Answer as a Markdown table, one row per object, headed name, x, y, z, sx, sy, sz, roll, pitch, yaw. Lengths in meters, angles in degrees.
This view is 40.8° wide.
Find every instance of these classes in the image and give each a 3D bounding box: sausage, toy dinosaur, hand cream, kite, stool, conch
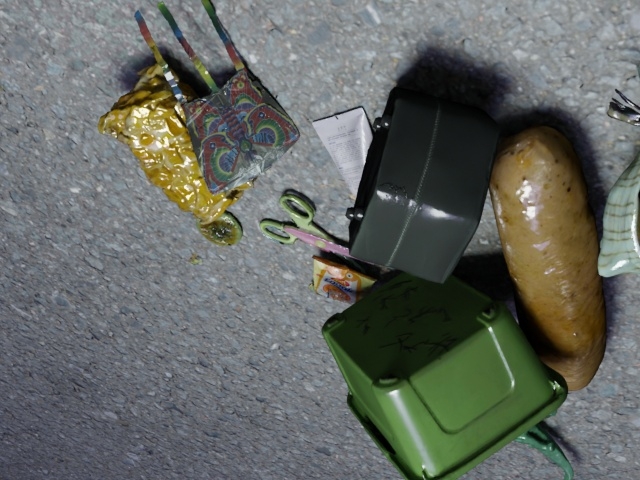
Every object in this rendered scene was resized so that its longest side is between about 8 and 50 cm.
| name | x | y | z | sx | sy | sz | roll | pitch | yaw |
| --- | --- | --- | --- | --- | --- | --- | --- | --- | --- |
| sausage | 0.317 | 0.057 | 1.167 | 0.123 | 0.136 | 0.500 | -25 | 130 | -1 |
| toy dinosaur | 0.363 | 0.313 | 1.477 | 0.292 | 0.079 | 0.120 | 37 | 144 | -12 |
| hand cream | 0.052 | -0.112 | 1.187 | 0.084 | 0.053 | 0.142 | -12 | 113 | 35 |
| kite | -0.140 | -0.203 | 1.134 | 0.015 | 0.152 | 0.285 | 36 | 157 | 56 |
| stool | 0.119 | -0.071 | 1.052 | 0.141 | 0.232 | 0.232 | 15 | 140 | -2 |
| conch | 0.409 | -0.020 | 1.021 | 0.386 | 0.203 | 0.170 | 59 | 154 | -7 |

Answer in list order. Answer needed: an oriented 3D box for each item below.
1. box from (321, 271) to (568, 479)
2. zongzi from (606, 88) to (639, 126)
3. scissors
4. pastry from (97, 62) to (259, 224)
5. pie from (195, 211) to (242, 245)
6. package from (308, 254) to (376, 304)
| name | x | y | z | sx | sy | sz | roll | pitch | yaw |
| --- | --- | --- | --- | --- | --- | --- | --- | --- | --- |
| box | 0.150 | 0.170 | 1.217 | 0.177 | 0.253 | 0.329 | 58 | 171 | -19 |
| zongzi | 0.554 | -0.058 | 0.844 | 0.447 | 0.181 | 0.418 | -17 | 124 | 30 |
| scissors | 0.000 | 0.000 | 1.348 | 0.187 | 0.020 | 0.133 | 29 | 147 | -8 |
| pastry | -0.185 | -0.131 | 1.222 | 0.154 | 0.102 | 0.250 | -36 | 126 | 11 |
| pie | -0.165 | -0.019 | 1.408 | 0.084 | 0.021 | 0.084 | 14 | 140 | 12 |
| package | 0.034 | 0.068 | 1.386 | 0.108 | 0.031 | 0.120 | 19 | 152 | 7 |
